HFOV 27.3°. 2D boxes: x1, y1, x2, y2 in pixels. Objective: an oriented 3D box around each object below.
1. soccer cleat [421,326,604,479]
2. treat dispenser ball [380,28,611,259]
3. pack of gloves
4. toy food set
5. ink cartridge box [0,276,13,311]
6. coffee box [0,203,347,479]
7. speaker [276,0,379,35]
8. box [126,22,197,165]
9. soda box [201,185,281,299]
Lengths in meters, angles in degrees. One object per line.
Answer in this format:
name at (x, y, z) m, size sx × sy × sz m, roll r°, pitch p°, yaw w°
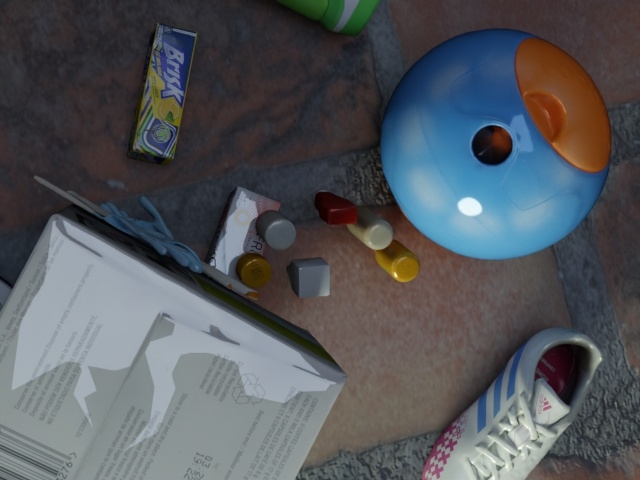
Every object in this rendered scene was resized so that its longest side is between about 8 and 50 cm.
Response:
soccer cleat at (0.241, 0.243, 1.679) m, size 0.116 × 0.143 × 0.331 m, roll 38°, pitch 76°, yaw -7°
treat dispenser ball at (0.218, -0.119, 1.644) m, size 0.288 × 0.288 × 0.288 m, roll 2°, pitch 83°, yaw -14°
pack of gloves at (-0.193, -0.018, 1.540) m, size 0.232 × 0.195 × 0.046 m, roll 29°, pitch 88°, yaw 27°
toy food set at (0.000, 0.000, 1.653) m, size 0.232 × 0.104 × 0.111 m, roll -6°, pitch 107°, yaw -16°
ink cartridge box at (-0.501, 0.078, 1.501) m, size 0.224 × 0.045 × 0.223 m, roll -49°, pitch 124°, yaw -5°
coffee box at (-0.212, 0.188, 1.440) m, size 0.338 × 0.334 × 0.337 m, roll 29°, pitch 90°, yaw -9°
speaker at (-0.062, -0.376, 1.685) m, size 0.296 × 0.131 × 0.131 m, roll 26°, pitch 77°, yaw -11°
box at (-0.200, -0.184, 1.660) m, size 0.054 × 0.059 × 0.169 m, roll 12°, pitch 81°, yaw -15°
soda box at (-0.112, 0.027, 1.658) m, size 0.063 × 0.058 × 0.183 m, roll 21°, pitch 78°, yaw -11°
